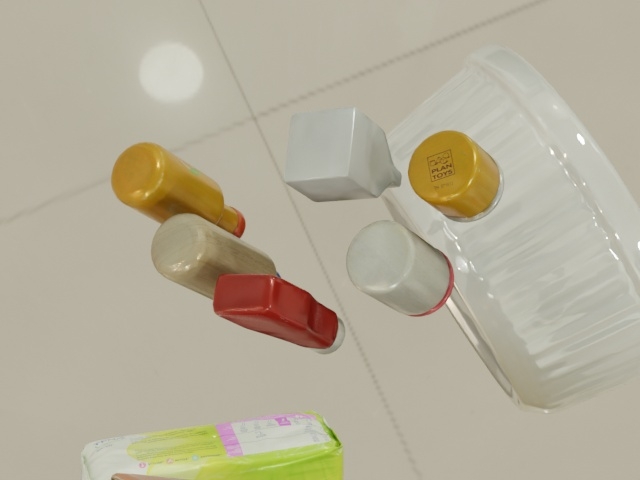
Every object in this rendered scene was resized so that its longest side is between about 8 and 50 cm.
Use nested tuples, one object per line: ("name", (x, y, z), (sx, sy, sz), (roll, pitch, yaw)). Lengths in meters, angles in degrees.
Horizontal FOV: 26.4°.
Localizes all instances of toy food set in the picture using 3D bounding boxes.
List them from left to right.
("toy food set", (0.000, 0.000, 0.764), (0.232, 0.104, 0.111), (-4, 71, 29))

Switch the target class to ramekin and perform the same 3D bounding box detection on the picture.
("ramekin", (0.142, 0.002, 0.994), (0.127, 0.273, 0.273), (-32, 78, 0))

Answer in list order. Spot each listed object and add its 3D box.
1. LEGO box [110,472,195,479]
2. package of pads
("LEGO box", (0.036, 0.371, 0.872), (0.193, 0.500, 0.372), (20, 91, 39))
("package of pads", (-0.120, 0.321, 1.562), (0.296, 0.101, 0.229), (-7, 113, -16))
